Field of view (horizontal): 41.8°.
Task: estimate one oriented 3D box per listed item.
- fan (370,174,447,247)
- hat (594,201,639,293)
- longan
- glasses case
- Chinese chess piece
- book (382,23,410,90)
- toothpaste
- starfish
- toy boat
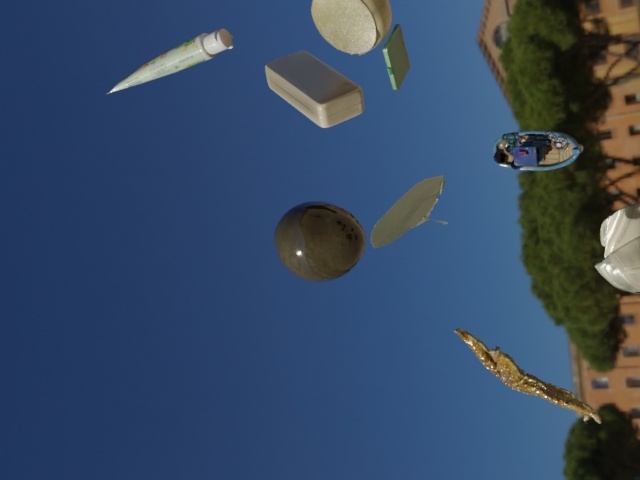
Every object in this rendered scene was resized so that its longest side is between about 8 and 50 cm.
[{"bbox_3d":[0.187,-0.046,1.567,0.010,0.182,0.310,50,-164,21],"label":"fan"},{"bbox_3d":[0.808,0.006,2.072,0.164,0.219,0.226,53,151,33],"label":"hat"},{"bbox_3d":[0.000,0.000,2.233,0.248,0.248,0.248,27,-120,-60],"label":"longan"},{"bbox_3d":[-0.021,-0.426,2.333,0.336,0.144,0.076,45,154,47],"label":"glasses case"},{"bbox_3d":[0.046,-0.334,1.230,0.051,0.122,0.122,-52,-47,-30],"label":"Chinese chess piece"},{"bbox_3d":[0.189,-0.454,2.090,0.103,0.017,0.135,-63,-32,-31],"label":"book"},{"bbox_3d":[-0.310,-0.361,1.700,0.058,0.314,0.056,9,-108,-54],"label":"toothpaste"},{"bbox_3d":[0.394,0.269,1.670,0.302,0.299,0.060,32,-89,-25],"label":"starfish"},{"bbox_3d":[0.513,-0.214,1.993,0.097,0.223,0.100,-25,-69,-49],"label":"toy boat"}]
